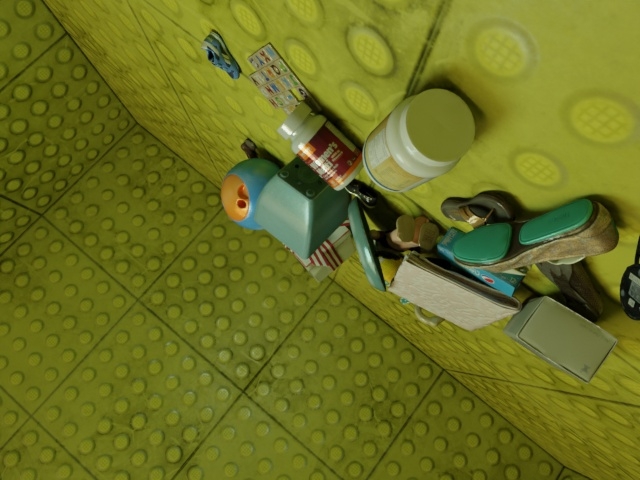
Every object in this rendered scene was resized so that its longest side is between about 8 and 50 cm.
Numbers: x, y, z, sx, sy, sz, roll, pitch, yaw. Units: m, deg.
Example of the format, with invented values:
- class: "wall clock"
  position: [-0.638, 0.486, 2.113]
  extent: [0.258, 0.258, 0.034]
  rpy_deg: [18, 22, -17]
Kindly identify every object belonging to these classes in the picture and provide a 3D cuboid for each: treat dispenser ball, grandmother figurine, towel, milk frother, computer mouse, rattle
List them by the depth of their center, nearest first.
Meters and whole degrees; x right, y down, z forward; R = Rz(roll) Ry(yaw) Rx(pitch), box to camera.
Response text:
- class: "milk frother"
  position: [0.528, 0.042, 0.606]
  extent: [0.135, 0.129, 0.143]
  rpy_deg: [3, 127, 7]
- class: "towel"
  position: [0.366, 0.157, 1.227]
  extent: [0.317, 0.053, 0.332]
  rpy_deg: [26, 163, 9]
- class: "computer mouse"
  position: [0.277, 0.066, 1.258]
  extent: [0.242, 0.041, 0.071]
  rpy_deg: [9, 172, -8]
- class: "grandmother figurine"
  position: [0.248, -0.003, 1.291]
  extent: [0.208, 0.104, 0.342]
  rpy_deg: [26, 172, -5]
- class: "rattle"
  position: [0.407, 0.233, 1.652]
  extent: [0.199, 0.130, 0.143]
  rpy_deg: [45, 173, 33]
- class: "treat dispenser ball"
  position: [-0.255, -0.185, 1.695]
  extent: [0.288, 0.288, 0.288]
  rpy_deg: [38, 168, 9]

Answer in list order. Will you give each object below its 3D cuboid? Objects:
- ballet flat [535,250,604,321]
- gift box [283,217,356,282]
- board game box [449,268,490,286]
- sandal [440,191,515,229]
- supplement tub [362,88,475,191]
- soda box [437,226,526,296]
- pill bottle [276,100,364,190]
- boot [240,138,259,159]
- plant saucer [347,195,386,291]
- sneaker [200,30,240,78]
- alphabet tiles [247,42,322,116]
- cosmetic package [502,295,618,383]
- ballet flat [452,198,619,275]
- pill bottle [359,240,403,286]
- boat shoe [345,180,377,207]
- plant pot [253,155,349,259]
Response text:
- class: "ballet flat"
  position: [0.509, 0.067, 0.857]
  extent: [0.250, 0.058, 0.084]
  rpy_deg: [49, 163, -17]
- class: "gift box"
  position: [0.000, 0.000, 1.705]
  extent: [0.276, 0.255, 0.258]
  rpy_deg: [41, 172, 26]
- class: "board game box"
  position: [0.452, 0.151, 1.309]
  extent: [0.194, 0.060, 0.194]
  rpy_deg: [35, 166, 25]
- class: "sandal"
  position: [0.330, -0.055, 0.916]
  extent: [0.090, 0.060, 0.219]
  rpy_deg: [44, 168, -20]
- class: "supplement tub"
  position: [0.171, -0.175, 0.763]
  extent: [0.144, 0.144, 0.200]
  rpy_deg: [41, 168, -6]
- class: "soda box"
  position: [0.405, 0.052, 1.065]
  extent: [0.210, 0.067, 0.071]
  rpy_deg: [34, 167, 29]
- class: "pill bottle"
  position: [0.003, -0.242, 1.079]
  extent: [0.221, 0.121, 0.121]
  rpy_deg: [40, 169, -13]
- class: "boot"
  position: [-0.279, -0.368, 1.729]
  extent: [0.106, 0.037, 0.114]
  rpy_deg: [42, 164, -19]
- class: "plant saucer"
  position: [0.145, 0.015, 1.337]
  extent: [0.317, 0.044, 0.317]
  rpy_deg: [-17, -90, -81]
- class: "sneaker"
  position: [-0.277, -0.499, 1.161]
  extent: [0.053, 0.059, 0.144]
  rpy_deg: [28, 164, 37]
- class: "alphabet tiles"
  position: [-0.112, -0.408, 1.112]
  extent: [0.198, 0.009, 0.237]
  rpy_deg: [46, 167, -27]
- class: "cosmetic package"
  position: [0.543, 0.224, 0.994]
  extent: [0.160, 0.113, 0.309]
  rpy_deg: [35, -179, 19]
- class: "ballet flat"
  position: [0.388, 0.017, 0.788]
  extent: [0.106, 0.107, 0.316]
  rpy_deg: [35, 157, -16]
- class: "pill bottle"
  position: [0.257, 0.099, 1.578]
  extent: [0.208, 0.117, 0.117]
  rpy_deg: [42, 168, -10]
- class: "boat shoe"
  position: [0.120, -0.152, 1.267]
  extent: [0.133, 0.049, 0.042]
  rpy_deg: [44, 138, 27]
- class: "plant pot"
  position: [-0.052, -0.140, 1.385]
  extent: [0.247, 0.248, 0.252]
  rpy_deg: [38, 152, 13]
